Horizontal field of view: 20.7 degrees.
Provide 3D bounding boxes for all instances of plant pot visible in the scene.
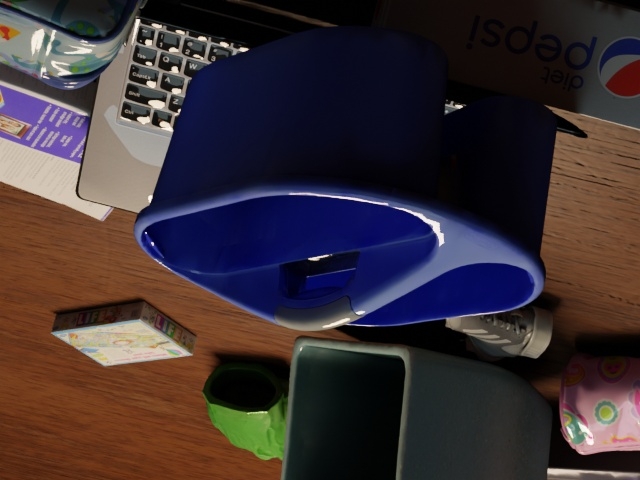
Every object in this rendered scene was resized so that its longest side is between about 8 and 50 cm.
[{"bbox_3d":[0.126,0.246,2.021,0.252,0.247,0.247,7,176,-31],"label":"plant pot"}]

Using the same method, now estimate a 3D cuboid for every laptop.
[{"bbox_3d":[-0.019,-0.064,1.490,0.382,0.236,0.408,15,134,-4],"label":"laptop"}]

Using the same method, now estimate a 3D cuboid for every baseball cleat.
[{"bbox_3d":[0.192,0.076,1.897,0.109,0.072,0.206,-4,159,18],"label":"baseball cleat"}]

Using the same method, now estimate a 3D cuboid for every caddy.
[{"bbox_3d":[0.015,-0.019,1.285,0.241,0.179,0.341,24,159,-33],"label":"caddy"}]

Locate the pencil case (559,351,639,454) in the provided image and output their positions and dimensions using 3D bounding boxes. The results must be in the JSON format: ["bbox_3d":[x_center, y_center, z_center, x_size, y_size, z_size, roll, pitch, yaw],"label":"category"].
[{"bbox_3d":[0.412,0.187,1.952,0.284,0.124,0.124,1,152,22],"label":"pencil case"}]

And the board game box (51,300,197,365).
[{"bbox_3d":[-0.247,0.118,2.194,0.154,0.026,0.103,-9,146,36],"label":"board game box"}]

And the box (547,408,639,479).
[{"bbox_3d":[0.323,0.305,2.193,0.261,0.103,0.184,0,132,23],"label":"box"}]

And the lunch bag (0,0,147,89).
[{"bbox_3d":[-0.217,-0.216,1.197,0.219,0.176,0.090,19,156,-8],"label":"lunch bag"}]

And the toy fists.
[{"bbox_3d":[-0.013,0.228,2.240,0.279,0.096,0.142,6,143,16],"label":"toy fists"}]

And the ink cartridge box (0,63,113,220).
[{"bbox_3d":[-0.277,-0.106,1.747,0.208,0.045,0.206,22,152,-17],"label":"ink cartridge box"}]

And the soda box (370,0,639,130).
[{"bbox_3d":[0.185,-0.152,1.376,0.286,0.091,0.098,14,-170,-5],"label":"soda box"}]
